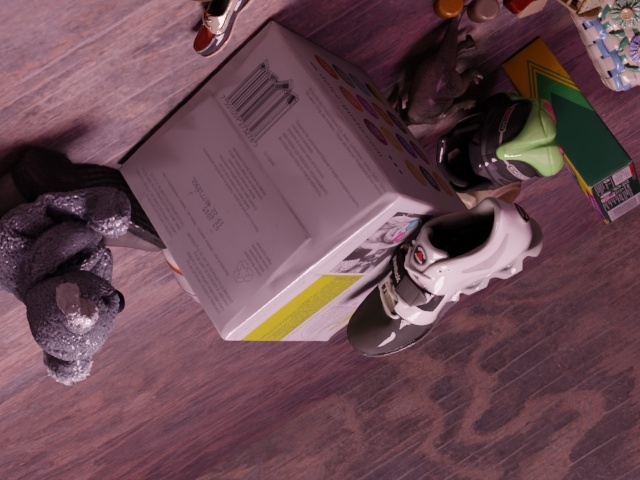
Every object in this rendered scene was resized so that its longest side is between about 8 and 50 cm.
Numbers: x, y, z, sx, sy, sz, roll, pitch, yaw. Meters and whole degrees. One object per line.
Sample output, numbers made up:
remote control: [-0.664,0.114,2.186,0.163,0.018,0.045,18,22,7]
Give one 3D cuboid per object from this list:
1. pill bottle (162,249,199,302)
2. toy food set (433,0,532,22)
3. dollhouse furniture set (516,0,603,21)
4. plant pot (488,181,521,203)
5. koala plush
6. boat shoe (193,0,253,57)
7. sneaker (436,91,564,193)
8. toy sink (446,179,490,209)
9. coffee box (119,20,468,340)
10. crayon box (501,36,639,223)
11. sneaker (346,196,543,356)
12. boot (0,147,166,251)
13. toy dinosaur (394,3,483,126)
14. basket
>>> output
pill bottle: [-0.216,0.037,1.790,0.121,0.121,0.221,-29,159,-9]
toy food set: [0.289,-0.418,1.529,0.232,0.111,0.104,-46,-171,6]
dollhouse furniture set: [0.430,-0.454,1.635,0.161,0.101,0.182,-23,158,-23]
plant pot: [0.397,-0.128,2.314,0.237,0.109,0.237,-28,160,-11]
koala plush: [-0.344,0.069,1.292,0.203,0.221,0.196,-5,145,-28]
boat shoe: [-0.130,-0.297,1.266,0.043,0.049,0.137,1,140,-50]
sneaker: [0.310,-0.189,1.865,0.202,0.185,0.483,-12,-178,-2]
toy sink: [0.225,-0.051,1.953,0.234,0.153,0.131,-58,161,-12]
coffee box: [-0.027,-0.071,1.508,0.338,0.337,0.334,-41,158,18]
crayon box: [0.531,-0.217,2.010,0.106,0.313,0.363,-34,160,13]
sneaker: [0.151,0.042,1.408,0.330,0.122,0.146,-39,142,14]
boot: [-0.398,-0.014,1.463,0.223,0.118,0.338,-36,148,18]
toy dinosaur: [0.206,-0.271,1.706,0.160,0.121,0.313,-34,168,-36]
basket: [0.630,-0.412,1.788,0.289,0.254,0.201,-30,-174,11]
